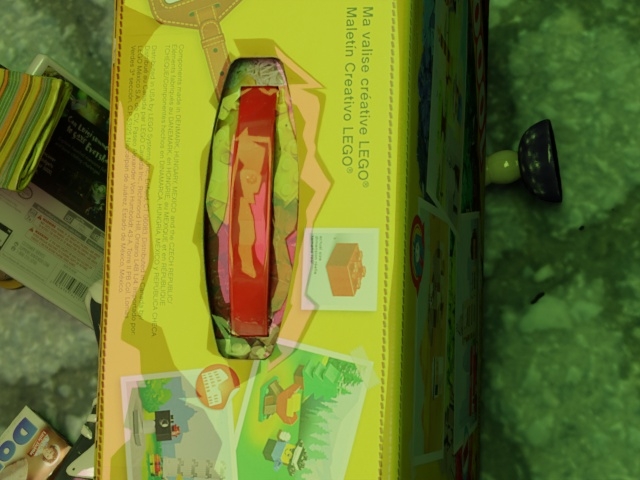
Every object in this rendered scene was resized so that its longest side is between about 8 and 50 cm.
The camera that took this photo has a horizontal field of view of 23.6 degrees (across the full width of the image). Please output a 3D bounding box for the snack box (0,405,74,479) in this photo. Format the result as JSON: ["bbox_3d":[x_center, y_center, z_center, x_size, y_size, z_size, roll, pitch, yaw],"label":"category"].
[{"bbox_3d":[-0.289,0.233,1.331,0.064,0.022,0.178,36,85,27],"label":"snack box"}]

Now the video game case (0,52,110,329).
[{"bbox_3d":[-0.217,-0.038,1.328,0.022,0.190,0.173,19,75,56],"label":"video game case"}]

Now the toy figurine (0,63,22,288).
[{"bbox_3d":[-0.353,-0.064,1.401,0.213,0.148,0.209,2,77,16],"label":"toy figurine"}]

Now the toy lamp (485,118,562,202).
[{"bbox_3d":[0.063,-0.047,1.296,0.275,0.080,0.080,-8,68,12],"label":"toy lamp"}]

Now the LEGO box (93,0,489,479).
[{"bbox_3d":[0.000,0.000,1.073,0.193,0.372,0.500,0,84,13],"label":"LEGO box"}]

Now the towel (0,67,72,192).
[{"bbox_3d":[-0.321,-0.109,1.288,0.237,0.021,0.102,14,73,29],"label":"towel"}]

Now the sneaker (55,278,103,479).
[{"bbox_3d":[-0.181,0.156,1.285,0.153,0.094,0.235,-30,74,-4],"label":"sneaker"}]
